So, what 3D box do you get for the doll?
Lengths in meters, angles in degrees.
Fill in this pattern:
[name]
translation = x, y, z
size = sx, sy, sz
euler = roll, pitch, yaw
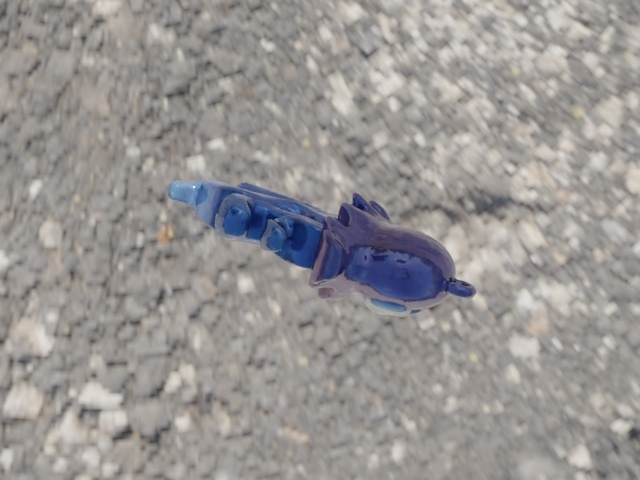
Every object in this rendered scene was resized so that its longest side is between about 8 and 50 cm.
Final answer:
[doll]
translation = 0.000, 0.000, 1.108
size = 0.205, 0.110, 0.067
euler = 20, 103, 23
